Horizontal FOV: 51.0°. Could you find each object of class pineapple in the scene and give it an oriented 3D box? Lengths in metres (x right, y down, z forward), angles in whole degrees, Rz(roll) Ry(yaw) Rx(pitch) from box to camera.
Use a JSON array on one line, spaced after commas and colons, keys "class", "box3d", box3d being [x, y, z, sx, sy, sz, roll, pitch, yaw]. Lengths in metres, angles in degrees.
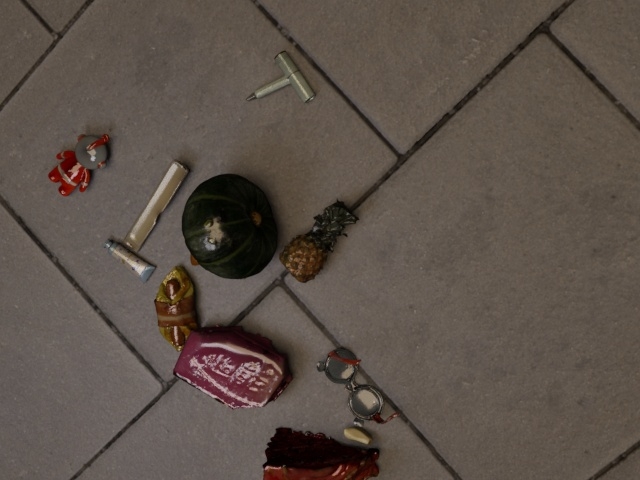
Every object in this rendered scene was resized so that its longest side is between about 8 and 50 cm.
[{"class": "pineapple", "box3d": [0.000, 0.000, 1.875, 0.128, 0.128, 0.248, 43, 98, 5]}]

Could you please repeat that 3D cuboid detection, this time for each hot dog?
[{"class": "hot dog", "box3d": [-0.431, 0.208, 1.995, 0.123, 0.093, 0.261, -7, 94, 13]}]

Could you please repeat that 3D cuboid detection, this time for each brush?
[{"class": "brush", "box3d": [-0.487, -0.103, 2.003, 0.060, 0.050, 0.321, 38, 109, 3]}]

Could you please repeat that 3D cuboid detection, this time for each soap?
[{"class": "soap", "box3d": [-0.246, 0.371, 1.960, 0.325, 0.127, 0.220, 27, 102, 7]}]

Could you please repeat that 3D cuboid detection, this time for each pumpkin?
[{"class": "pumpkin", "box3d": [-0.251, -0.035, 1.831, 0.207, 0.300, 0.300, -12, 93, 25]}]

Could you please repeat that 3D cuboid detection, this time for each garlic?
[{"class": "garlic", "box3d": [0.112, 0.566, 1.941, 0.083, 0.053, 0.041, 18, 83, 22]}]

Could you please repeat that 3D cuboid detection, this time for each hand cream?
[{"class": "hand cream", "box3d": [-0.586, 0.057, 2.037, 0.171, 0.043, 0.065, 37, 101, 3]}]

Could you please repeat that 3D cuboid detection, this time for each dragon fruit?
[{"class": "dragon fruit", "box3d": [0.000, 0.689, 1.882, 0.330, 0.286, 0.227, 6, 93, 2]}]

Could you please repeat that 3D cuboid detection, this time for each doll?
[{"class": "doll", "box3d": [-0.719, -0.239, 2.020, 0.245, 0.076, 0.142, -39, 88, 16]}]

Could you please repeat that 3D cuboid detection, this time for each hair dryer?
[{"class": "hair dryer", "box3d": [-0.127, -0.421, 1.903, 0.183, 0.044, 0.154, -35, 87, 18]}]

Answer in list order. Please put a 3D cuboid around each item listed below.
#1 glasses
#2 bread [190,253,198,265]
[{"class": "glasses", "box3d": [0.097, 0.408, 1.827, 0.118, 0.268, 0.234, -33, 87, -6]}, {"class": "bread", "box3d": [-0.328, -0.004, 1.976, 0.154, 0.054, 0.135, -15, 90, 10]}]
